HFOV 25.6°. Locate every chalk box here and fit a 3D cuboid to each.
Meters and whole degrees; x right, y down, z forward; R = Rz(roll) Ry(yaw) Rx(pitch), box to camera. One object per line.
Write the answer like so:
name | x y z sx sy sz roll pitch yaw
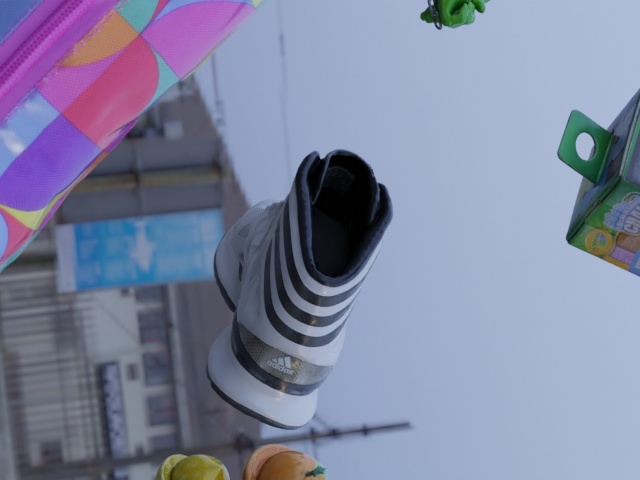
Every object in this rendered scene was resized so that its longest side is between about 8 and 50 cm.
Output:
chalk box | 0.325 -0.052 1.364 0.132 0.213 0.132 117 -2 -58

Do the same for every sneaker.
sneaker | 0.001 0.001 1.586 0.257 0.169 0.447 -60 -168 21

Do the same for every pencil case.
pencil case | -0.090 -0.089 0.550 0.104 0.236 0.104 42 1 0

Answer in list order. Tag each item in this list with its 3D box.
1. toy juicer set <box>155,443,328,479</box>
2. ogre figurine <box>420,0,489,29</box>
toy juicer set | -0.139 0.231 1.108 0.209 0.329 0.089 -104 178 -63
ogre figurine | 0.116 -0.256 1.158 0.096 0.197 0.118 1 -61 41
